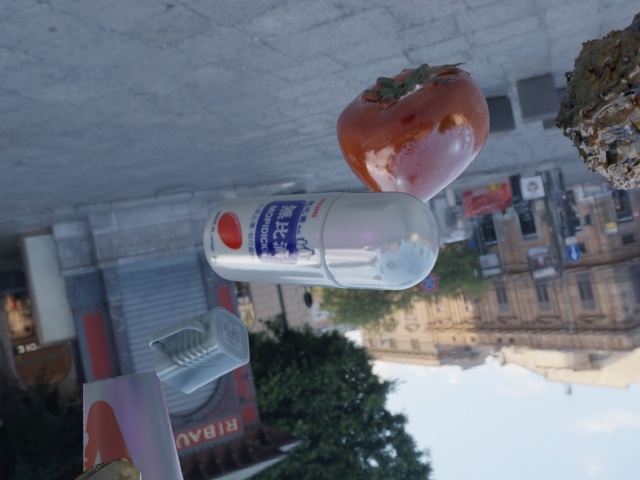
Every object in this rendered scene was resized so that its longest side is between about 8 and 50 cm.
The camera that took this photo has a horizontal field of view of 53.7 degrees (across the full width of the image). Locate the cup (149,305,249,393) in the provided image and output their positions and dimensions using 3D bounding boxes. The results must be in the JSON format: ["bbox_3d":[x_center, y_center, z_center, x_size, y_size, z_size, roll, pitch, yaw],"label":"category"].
[{"bbox_3d":[-0.200,0.167,1.007,0.130,0.095,0.128,-28,136,19],"label":"cup"}]

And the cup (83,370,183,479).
[{"bbox_3d":[-0.336,0.386,1.115,0.203,0.288,0.203,-9,168,-2],"label":"cup"}]

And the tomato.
[{"bbox_3d":[0.211,-0.232,1.411,0.342,0.272,0.341,-20,-151,12],"label":"tomato"}]

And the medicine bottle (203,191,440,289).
[{"bbox_3d":[0.000,0.000,0.865,0.341,0.130,0.130,1,-174,38],"label":"medicine bottle"}]

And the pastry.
[{"bbox_3d":[0.476,-0.213,0.975,0.193,0.274,0.275,1,175,-14],"label":"pastry"}]

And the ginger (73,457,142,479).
[{"bbox_3d":[-0.261,0.342,0.670,0.348,0.122,0.363,-54,-176,33],"label":"ginger"}]
